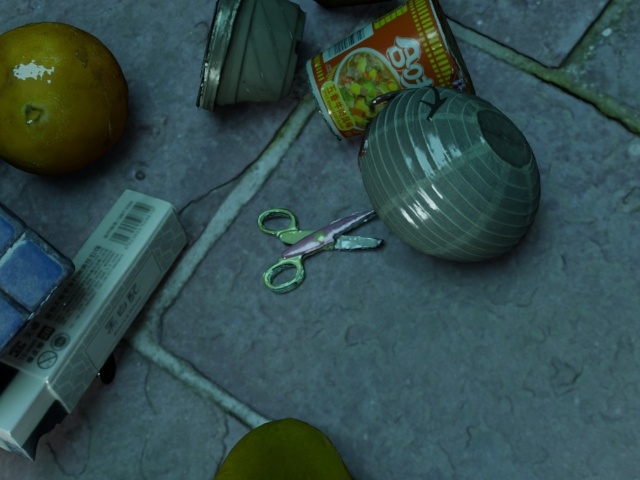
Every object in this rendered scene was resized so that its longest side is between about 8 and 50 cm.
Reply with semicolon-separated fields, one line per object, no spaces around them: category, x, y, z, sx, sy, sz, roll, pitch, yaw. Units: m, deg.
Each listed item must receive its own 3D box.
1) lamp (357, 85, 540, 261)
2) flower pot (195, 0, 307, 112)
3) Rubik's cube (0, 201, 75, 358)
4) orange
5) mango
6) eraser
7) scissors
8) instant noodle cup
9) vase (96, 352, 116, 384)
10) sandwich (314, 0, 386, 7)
lamp;0.169;-0.088;1.652;0.233;0.265;0.233;-40;32;31
flower pot;-0.101;-0.295;1.832;0.140;0.235;0.235;11;71;-5
Rubik's cube;-0.578;0.049;1.662;0.337;0.344;0.344;42;78;-14
orange;-0.413;-0.217;1.847;0.240;0.240;0.240;-5;68;12
mango;-0.039;0.402;1.537;0.253;0.182;0.365;-11;68;11
eraser;-0.336;0.113;1.721;0.098;0.096;0.404;19;61;26
scissors;0.000;0.000;1.776;0.187;0.020;0.134;-13;70;11
instant noodle cup;0.099;-0.242;1.773;0.212;0.193;0.193;-22;65;13
vase;-0.387;0.189;1.777;0.167;0.059;0.059;-6;68;11
sandwich;0.054;-0.408;1.822;0.258;0.096;0.094;9;68;56
